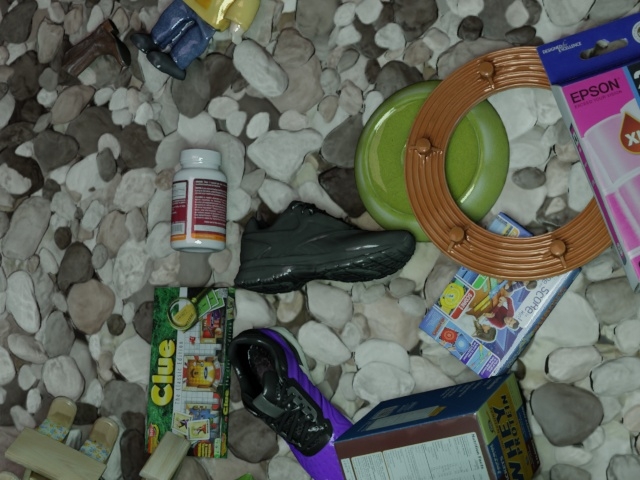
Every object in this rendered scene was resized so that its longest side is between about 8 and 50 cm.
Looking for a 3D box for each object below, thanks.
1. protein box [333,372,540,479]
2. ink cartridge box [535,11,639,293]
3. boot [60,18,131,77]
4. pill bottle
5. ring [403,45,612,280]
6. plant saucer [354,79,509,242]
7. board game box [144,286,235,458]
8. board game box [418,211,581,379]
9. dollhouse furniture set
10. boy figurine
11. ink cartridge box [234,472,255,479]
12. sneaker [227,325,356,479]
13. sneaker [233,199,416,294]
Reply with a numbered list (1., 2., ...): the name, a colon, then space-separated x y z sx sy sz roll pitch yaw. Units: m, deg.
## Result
1. protein box: 0.157 0.280 1.721 0.201 0.200 0.136 -15 93 23
2. ink cartridge box: 0.428 -0.130 1.715 0.175 0.069 0.371 -19 72 0
3. boot: -0.373 -0.297 2.161 0.114 0.037 0.106 -34 57 14
4. pill bottle: -0.186 -0.060 2.011 0.086 0.086 0.152 -2 82 25
5. ring: 0.277 -0.111 1.795 0.336 0.032 0.337 -4 75 15
6. plant saucer: 0.152 -0.118 1.886 0.241 0.037 0.241 -4 81 26
7. board game box: -0.201 0.201 2.013 0.136 0.030 0.260 -2 82 28
8. board game box: 0.247 0.081 1.813 0.136 0.035 0.201 39 100 25
9. dollhouse furniture set: -0.340 0.334 1.942 0.242 0.212 0.161 25 119 2
10. boy figurine: -0.164 -0.382 2.047 0.285 0.092 0.177 -46 64 16
11. ink cartridge box: -0.110 0.496 1.900 0.188 0.097 0.255 -31 105 18
12. sneaker: -0.044 0.246 1.865 0.102 0.146 0.293 -44 67 14
13. sneaker: 0.000 0.000 1.908 0.286 0.109 0.130 -7 73 23
